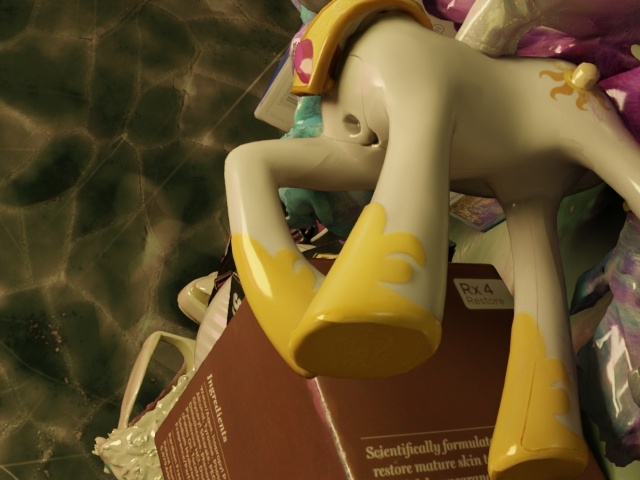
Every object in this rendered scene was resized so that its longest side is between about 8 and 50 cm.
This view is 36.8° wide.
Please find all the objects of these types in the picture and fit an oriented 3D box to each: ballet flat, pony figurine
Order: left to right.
[{"bbox_3d":[-0.136,0.127,1.167,0.409,0.147,0.147,-61,6,-35],"label":"ballet flat"},{"bbox_3d":[0.105,-0.066,0.494,0.303,0.350,0.364,121,151,-45],"label":"pony figurine"}]

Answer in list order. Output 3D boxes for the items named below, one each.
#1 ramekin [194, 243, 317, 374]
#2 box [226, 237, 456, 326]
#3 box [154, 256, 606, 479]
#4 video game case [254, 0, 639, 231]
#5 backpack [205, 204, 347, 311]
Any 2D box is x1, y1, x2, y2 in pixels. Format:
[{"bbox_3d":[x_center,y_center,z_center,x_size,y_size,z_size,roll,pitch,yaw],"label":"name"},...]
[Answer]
[{"bbox_3d":[-0.018,0.102,0.876,0.109,0.207,0.207,29,94,39],"label":"ramekin"},{"bbox_3d":[0.007,0.101,0.750,0.051,0.175,0.220,41,134,39],"label":"box"},{"bbox_3d":[0.023,0.135,0.580,0.203,0.168,0.167,-55,44,41],"label":"box"},{"bbox_3d":[0.097,-0.120,0.779,0.061,0.244,0.269,-67,10,-22],"label":"video game case"},{"bbox_3d":[0.000,0.000,1.078,0.225,0.191,0.254,-35,29,25],"label":"backpack"}]
